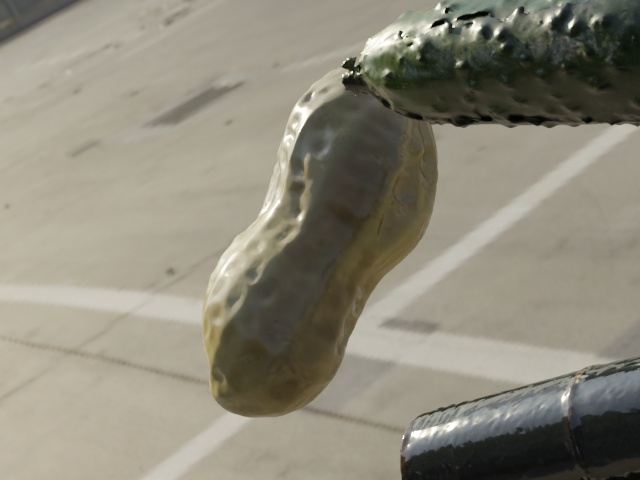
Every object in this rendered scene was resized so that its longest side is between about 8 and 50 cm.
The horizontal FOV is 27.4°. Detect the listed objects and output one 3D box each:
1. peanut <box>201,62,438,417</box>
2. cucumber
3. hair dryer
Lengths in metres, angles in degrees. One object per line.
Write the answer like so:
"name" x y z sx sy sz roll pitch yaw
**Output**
"peanut" 0.000 0.000 1.063 0.149 0.149 0.313 1 57 60
"cucumber" 0.094 -0.077 0.529 0.227 0.069 0.069 0 31 45
"hair dryer" 0.156 0.090 0.474 0.173 0.194 0.050 -21 52 44
